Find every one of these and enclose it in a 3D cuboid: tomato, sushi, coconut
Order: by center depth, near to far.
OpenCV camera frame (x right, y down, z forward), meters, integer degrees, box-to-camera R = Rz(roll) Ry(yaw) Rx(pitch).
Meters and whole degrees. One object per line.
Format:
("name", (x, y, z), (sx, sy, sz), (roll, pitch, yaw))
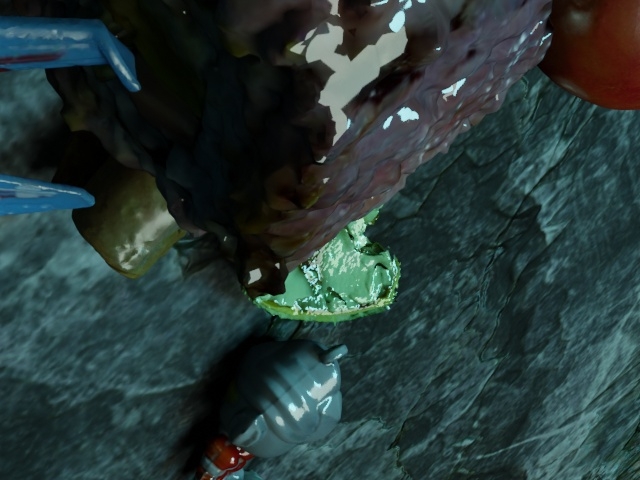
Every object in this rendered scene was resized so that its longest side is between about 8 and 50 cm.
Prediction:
("sushi", (-0.019, -0.129, 0.604), (0.171, 0.236, 0.270), (-32, 166, -19))
("tomato", (0.200, -0.173, 0.958), (0.195, 0.136, 0.195), (-32, 149, -21))
("coconut", (-0.001, -0.004, 0.989), (0.133, 0.055, 0.158), (-20, 143, -27))

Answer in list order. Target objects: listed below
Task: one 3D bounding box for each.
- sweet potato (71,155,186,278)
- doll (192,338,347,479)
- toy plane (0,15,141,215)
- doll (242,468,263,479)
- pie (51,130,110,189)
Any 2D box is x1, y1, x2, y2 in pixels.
("sweet potato", (0.028, -0.125, 0.815), (0.385, 0.109, 0.109), (-35, 152, -8))
("doll", (-0.038, 0.122, 1.100), (0.180, 0.079, 0.094), (-50, 171, 37))
("toy plane", (-0.202, -0.053, 0.553), (0.254, 0.105, 0.271), (-17, 145, 19))
("doll", (-0.084, 0.248, 1.162), (0.180, 0.110, 0.107), (-31, 121, -17))
("pie", (-0.063, -0.048, 0.856), (0.191, 0.033, 0.088), (13, 110, -50))
